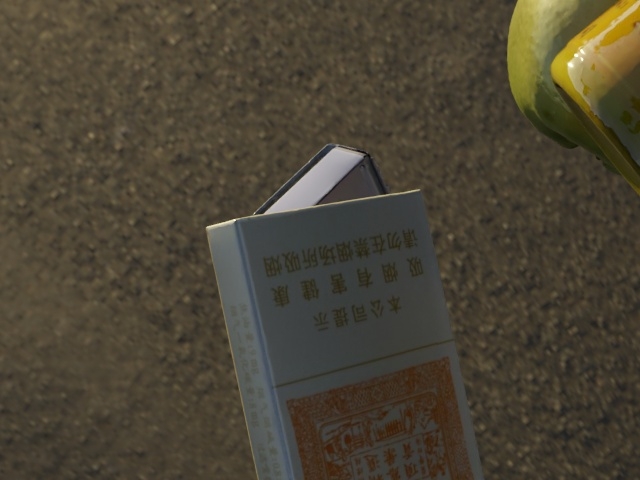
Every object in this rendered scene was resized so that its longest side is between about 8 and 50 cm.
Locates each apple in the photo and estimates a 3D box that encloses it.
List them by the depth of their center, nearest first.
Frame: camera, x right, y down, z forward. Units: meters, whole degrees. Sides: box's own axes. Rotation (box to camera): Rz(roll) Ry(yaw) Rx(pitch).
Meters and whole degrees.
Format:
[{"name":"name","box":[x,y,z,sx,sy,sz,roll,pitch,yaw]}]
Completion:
[{"name":"apple","box":[0.344,-0.205,1.540,0.292,0.292,0.254,29,93,38]}]

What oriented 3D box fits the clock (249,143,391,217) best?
[{"name":"clock","box":[0.001,0.001,1.639,0.193,0.144,0.073,-44,40,-22]}]

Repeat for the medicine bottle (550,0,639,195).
[{"name":"medicine bottle","box":[0.411,-0.189,1.243,0.384,0.224,0.224,-39,51,9]}]

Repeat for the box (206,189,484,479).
[{"name":"box","box":[0.035,0.150,1.153,0.051,0.205,0.365,-14,88,50]}]
